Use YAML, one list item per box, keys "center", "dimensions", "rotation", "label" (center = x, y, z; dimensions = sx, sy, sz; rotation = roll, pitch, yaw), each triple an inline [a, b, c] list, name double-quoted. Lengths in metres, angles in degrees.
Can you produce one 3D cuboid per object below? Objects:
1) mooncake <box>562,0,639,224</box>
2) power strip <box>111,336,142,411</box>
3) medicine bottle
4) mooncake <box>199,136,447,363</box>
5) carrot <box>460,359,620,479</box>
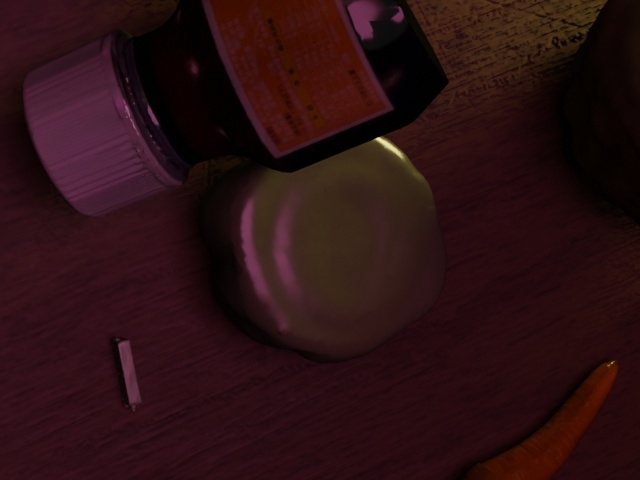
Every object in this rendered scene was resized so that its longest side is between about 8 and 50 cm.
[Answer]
- center: [0.439, -0.160, 2.001]
  dimensions: [0.324, 0.187, 0.324]
  rotation: [3, 73, -10]
  label: "mooncake"
- center: [-0.207, 0.142, 1.876]
  dimensions: [0.017, 0.027, 0.083]
  rotation: [-14, 97, -20]
  label: "power strip"
- center: [-0.093, -0.161, 1.747]
  dimensions: [0.395, 0.242, 0.242]
  rotation: [-25, 100, 8]
  label: "medicine bottle"
- center: [0.000, 0.000, 1.896]
  dimensions: [0.275, 0.135, 0.275]
  rotation: [0, 90, -24]
  label: "mooncake"
- center: [0.261, 0.239, 2.039]
  dimensions: [0.271, 0.066, 0.062]
  rotation: [-33, 145, -19]
  label: "carrot"
